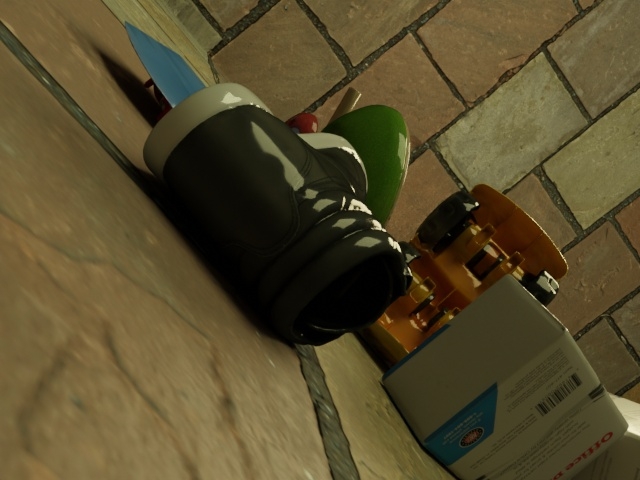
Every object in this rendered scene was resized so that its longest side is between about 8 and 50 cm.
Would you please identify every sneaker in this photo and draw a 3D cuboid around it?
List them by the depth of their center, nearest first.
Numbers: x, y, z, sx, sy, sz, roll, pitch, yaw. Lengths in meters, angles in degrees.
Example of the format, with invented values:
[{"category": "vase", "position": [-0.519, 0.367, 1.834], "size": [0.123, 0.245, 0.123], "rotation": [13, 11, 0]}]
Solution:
[{"category": "sneaker", "position": [0.000, 0.000, 0.526], "size": [0.147, 0.104, 0.296], "rotation": [54, 11, 14]}]

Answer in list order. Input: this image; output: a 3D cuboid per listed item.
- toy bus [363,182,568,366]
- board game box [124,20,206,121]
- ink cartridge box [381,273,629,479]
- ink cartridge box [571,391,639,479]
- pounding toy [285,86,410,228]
[{"category": "toy bus", "position": [0.125, 0.074, 0.840], "size": [0.149, 0.220, 0.211], "rotation": [48, -29, 9]}, {"category": "board game box", "position": [-0.118, -0.108, 0.645], "size": [0.133, 0.033, 0.169], "rotation": [57, 10, 7]}, {"category": "ink cartridge box", "position": [0.172, 0.149, 0.689], "size": [0.203, 0.148, 0.086], "rotation": [48, 4, -42]}, {"category": "ink cartridge box", "position": [0.287, 0.215, 0.832], "size": [0.158, 0.092, 0.218], "rotation": [9, 8, -43]}, {"category": "pounding toy", "position": [-0.012, -0.075, 0.781], "size": [0.110, 0.183, 0.237], "rotation": [21, 16, -21]}]
